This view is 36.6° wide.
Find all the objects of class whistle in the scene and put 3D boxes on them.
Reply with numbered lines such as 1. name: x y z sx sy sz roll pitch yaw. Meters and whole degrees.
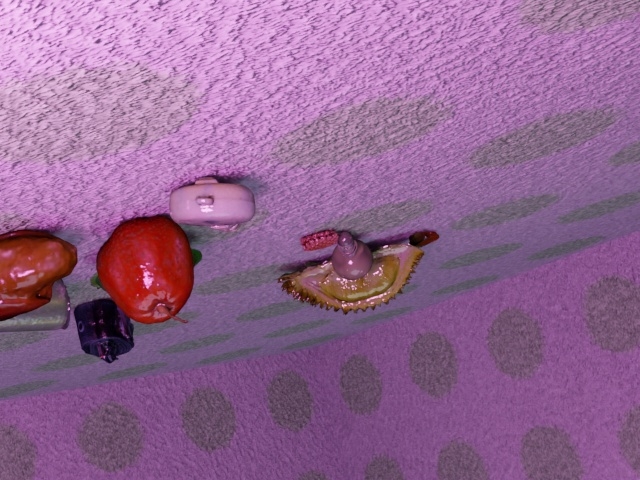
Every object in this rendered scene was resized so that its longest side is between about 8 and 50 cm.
1. whistle: -0.155 -0.049 1.463 0.126 0.067 0.258 -2 174 3

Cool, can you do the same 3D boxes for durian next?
1. durian: 0.075 0.070 2.282 0.352 0.158 0.169 -12 134 6

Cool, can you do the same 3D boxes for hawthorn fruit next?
1. hawthorn fruit: -0.264 0.067 1.518 0.163 0.203 0.162 -16 154 -8

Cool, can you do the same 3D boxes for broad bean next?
1. broad bean: -0.466 0.056 1.441 0.229 0.122 0.156 -14 167 17

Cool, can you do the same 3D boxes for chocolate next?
1. chocolate: -0.579 0.112 1.644 0.291 0.110 0.110 -1 163 -41

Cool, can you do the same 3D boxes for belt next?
1. belt: -0.479 0.211 2.160 0.122 0.128 0.218 -12 167 -8

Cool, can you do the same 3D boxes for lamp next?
1. lamp: 0.063 0.023 2.072 0.091 0.091 0.163 -15 153 2

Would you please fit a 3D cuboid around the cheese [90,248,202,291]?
1. cheese: -0.311 0.063 1.759 0.204 0.083 0.320 -15 167 -6

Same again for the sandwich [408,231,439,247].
1. sandwich: 0.242 -0.003 2.283 0.069 0.026 0.101 -25 168 27

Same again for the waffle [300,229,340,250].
1. waffle: 0.000 0.000 1.986 0.083 0.029 0.075 -16 169 -5
